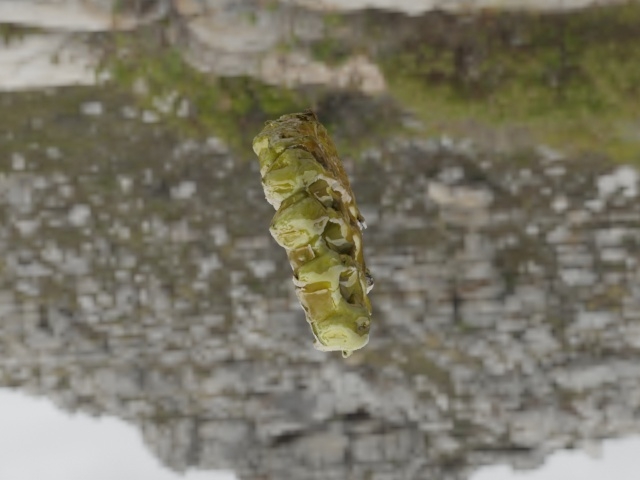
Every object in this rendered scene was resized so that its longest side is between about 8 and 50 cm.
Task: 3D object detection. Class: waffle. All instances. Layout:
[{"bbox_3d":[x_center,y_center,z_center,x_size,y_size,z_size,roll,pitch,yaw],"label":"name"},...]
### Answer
[{"bbox_3d":[0.003,-0.001,0.933,0.051,0.149,0.194,-19,-164,3],"label":"waffle"}]
